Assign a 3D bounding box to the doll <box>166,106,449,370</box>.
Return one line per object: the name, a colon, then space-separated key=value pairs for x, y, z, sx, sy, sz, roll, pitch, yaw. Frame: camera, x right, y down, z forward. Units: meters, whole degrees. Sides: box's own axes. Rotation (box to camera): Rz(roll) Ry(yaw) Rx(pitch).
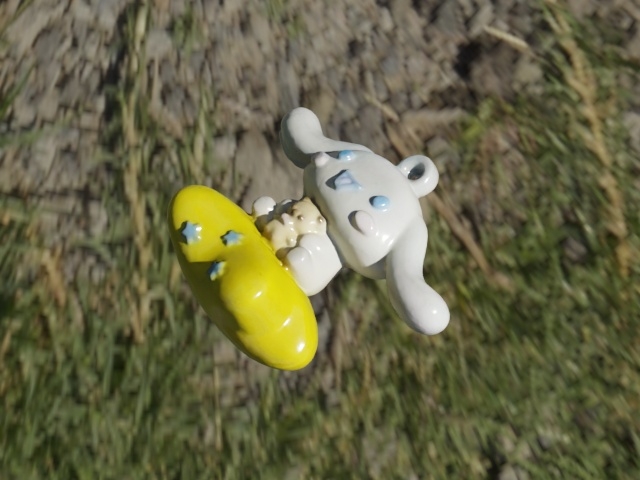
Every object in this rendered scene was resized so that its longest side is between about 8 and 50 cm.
doll: x=0.003 y=0.005 z=0.835 sx=0.113 sy=0.135 sz=0.071 roll=-48 pitch=143 yaw=-19
